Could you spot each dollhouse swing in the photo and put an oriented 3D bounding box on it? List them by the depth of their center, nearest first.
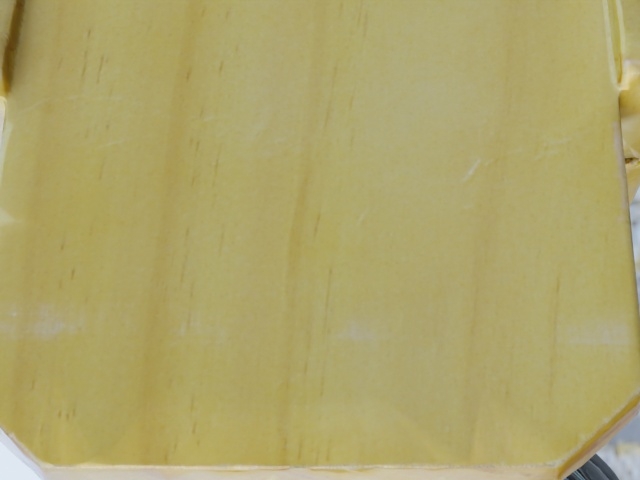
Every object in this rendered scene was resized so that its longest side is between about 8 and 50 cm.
[{"bbox_3d":[0.000,0.000,0.862,0.315,0.347,0.304,82,-172,-73],"label":"dollhouse swing"}]

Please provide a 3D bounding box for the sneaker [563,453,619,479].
[{"bbox_3d":[0.066,0.113,0.986,0.101,0.267,0.106,-64,-7,4],"label":"sneaker"}]
